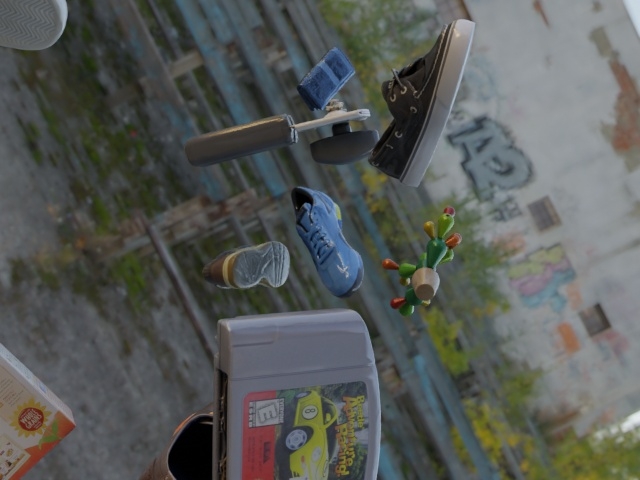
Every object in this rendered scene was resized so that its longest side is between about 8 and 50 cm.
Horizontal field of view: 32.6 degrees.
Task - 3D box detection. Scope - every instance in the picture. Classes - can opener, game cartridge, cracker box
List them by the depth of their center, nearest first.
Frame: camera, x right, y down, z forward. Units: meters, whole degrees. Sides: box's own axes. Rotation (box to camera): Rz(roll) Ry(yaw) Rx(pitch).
[{"bbox_3d":[-0.026,0.227,1.247,0.060,0.196,0.294,14,-74,58],"label":"game cartridge"},{"bbox_3d":[-0.451,0.206,1.404,0.232,0.156,0.067,50,-6,-21],"label":"cracker box"},{"bbox_3d":[-0.057,-0.143,1.597,0.074,0.280,0.093,-10,91,-83],"label":"can opener"}]

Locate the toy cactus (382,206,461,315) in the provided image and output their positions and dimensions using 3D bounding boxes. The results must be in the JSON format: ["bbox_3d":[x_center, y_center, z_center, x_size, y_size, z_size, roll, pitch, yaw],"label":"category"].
[{"bbox_3d":[0.184,0.051,1.986,0.112,0.219,0.180,32,20,-6],"label":"toy cactus"}]

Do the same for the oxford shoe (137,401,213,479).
[{"bbox_3d":[-0.139,0.284,1.470,0.130,0.133,0.363,36,25,2],"label":"oxford shoe"}]

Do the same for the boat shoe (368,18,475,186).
[{"bbox_3d":[0.099,-0.146,1.148,0.228,0.076,0.080,107,3,-56],"label":"boat shoe"}]

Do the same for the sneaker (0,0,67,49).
[{"bbox_3d":[-0.366,-0.301,1.081,0.292,0.108,0.169,25,33,-7],"label":"sneaker"}]

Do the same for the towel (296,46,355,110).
[{"bbox_3d":[0.010,-0.296,2.005,0.029,0.119,0.067,3,-44,54],"label":"towel"}]

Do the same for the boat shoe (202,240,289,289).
[{"bbox_3d":[-0.120,0.041,1.808,0.223,0.073,0.080,-8,100,-68],"label":"boat shoe"}]

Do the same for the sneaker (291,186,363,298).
[{"bbox_3d":[0.000,0.000,1.589,0.082,0.069,0.209,33,25,-38],"label":"sneaker"}]
